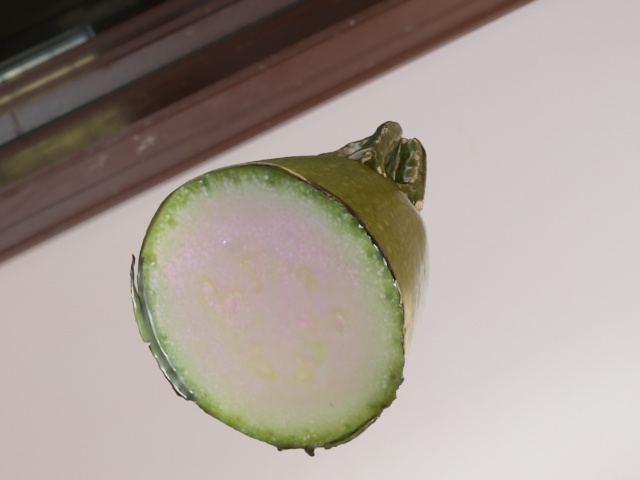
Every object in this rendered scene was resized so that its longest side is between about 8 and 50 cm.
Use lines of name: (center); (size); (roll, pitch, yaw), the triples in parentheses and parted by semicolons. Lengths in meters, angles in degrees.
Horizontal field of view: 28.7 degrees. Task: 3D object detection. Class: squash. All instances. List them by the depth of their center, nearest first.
squash: (0.007, 0.005, 0.469); (0.105, 0.105, 0.132); (64, -149, -7)
